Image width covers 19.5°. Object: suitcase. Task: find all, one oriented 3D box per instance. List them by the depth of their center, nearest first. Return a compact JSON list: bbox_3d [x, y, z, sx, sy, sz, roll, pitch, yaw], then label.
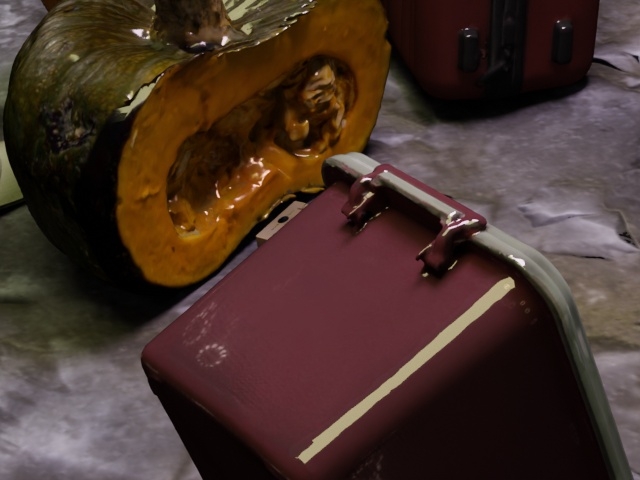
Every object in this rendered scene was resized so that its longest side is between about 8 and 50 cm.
[{"bbox_3d":[0.136,-0.284,1.546,0.161,0.297,0.236,-7,33,-9],"label":"suitcase"}]

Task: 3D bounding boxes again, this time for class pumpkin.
[{"bbox_3d":[-0.126,-0.124,1.434,0.232,0.242,0.325,25,43,30],"label":"pumpkin"}]

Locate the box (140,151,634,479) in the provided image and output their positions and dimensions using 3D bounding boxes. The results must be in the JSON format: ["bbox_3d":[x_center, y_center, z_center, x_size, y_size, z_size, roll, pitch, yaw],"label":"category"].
[{"bbox_3d":[0.042,0.120,0.987,0.167,0.294,0.193,-37,40,-17],"label":"box"}]

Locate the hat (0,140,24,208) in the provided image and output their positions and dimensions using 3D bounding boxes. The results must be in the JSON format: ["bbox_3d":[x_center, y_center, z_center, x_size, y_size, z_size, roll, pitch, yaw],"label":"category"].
[{"bbox_3d":[-0.298,-0.054,1.531,0.166,0.081,0.122,-20,36,-32],"label":"hat"}]

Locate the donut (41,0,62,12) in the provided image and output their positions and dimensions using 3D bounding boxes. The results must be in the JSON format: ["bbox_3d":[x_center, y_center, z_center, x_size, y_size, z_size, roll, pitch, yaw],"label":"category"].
[{"bbox_3d":[-0.116,-0.268,1.573,0.299,0.317,0.150,-31,51,36],"label":"donut"}]

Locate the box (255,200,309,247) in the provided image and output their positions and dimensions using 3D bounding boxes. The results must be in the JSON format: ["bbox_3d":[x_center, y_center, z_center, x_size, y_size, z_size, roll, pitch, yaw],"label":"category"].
[{"bbox_3d":[0.000,0.000,1.403,0.083,0.024,0.053,15,41,32],"label":"box"}]
